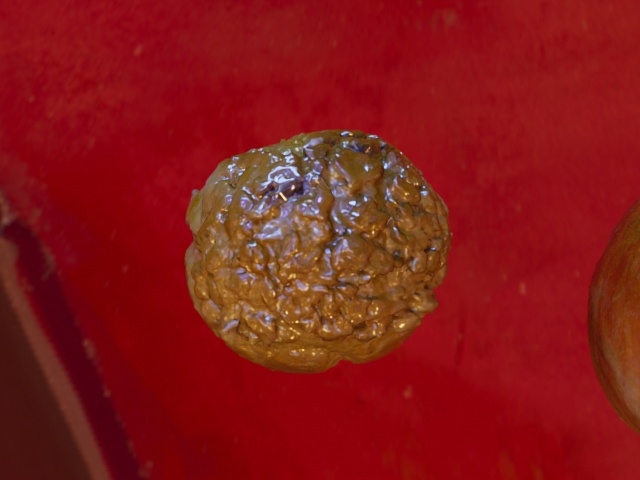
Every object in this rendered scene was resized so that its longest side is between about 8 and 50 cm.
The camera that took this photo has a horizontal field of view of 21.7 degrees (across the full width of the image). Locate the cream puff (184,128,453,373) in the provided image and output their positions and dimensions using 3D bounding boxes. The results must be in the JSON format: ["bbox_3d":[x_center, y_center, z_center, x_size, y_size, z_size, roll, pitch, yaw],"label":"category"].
[{"bbox_3d":[0.002,0.002,0.867,0.143,0.103,0.126,-8,78,-19],"label":"cream puff"}]

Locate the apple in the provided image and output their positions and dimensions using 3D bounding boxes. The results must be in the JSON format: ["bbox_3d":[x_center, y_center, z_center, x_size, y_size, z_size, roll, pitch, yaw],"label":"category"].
[{"bbox_3d":[0.247,0.047,1.034,0.160,0.195,0.173,13,87,23],"label":"apple"}]
